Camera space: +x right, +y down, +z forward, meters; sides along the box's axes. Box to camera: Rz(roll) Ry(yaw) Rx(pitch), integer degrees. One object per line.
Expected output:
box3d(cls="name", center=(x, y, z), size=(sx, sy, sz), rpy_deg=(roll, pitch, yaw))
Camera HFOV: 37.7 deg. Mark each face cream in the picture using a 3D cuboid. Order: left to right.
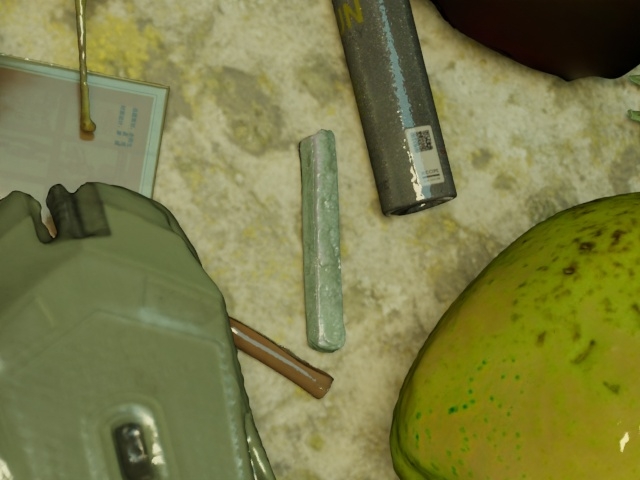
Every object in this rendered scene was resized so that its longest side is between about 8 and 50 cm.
box3d(cls="face cream", center=(0.062, -0.166, 0.891), size=(0.073, 0.073, 0.284), rpy_deg=(-11, 85, -18))

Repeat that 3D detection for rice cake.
box3d(cls="rice cake", center=(0.001, 0.000, 0.868), size=(0.033, 0.033, 0.208), rpy_deg=(3, 79, -27))

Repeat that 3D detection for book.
box3d(cls="book", center=(-0.262, -0.076, 0.807), size=(0.241, 0.018, 0.170), rpy_deg=(10, 79, -14))

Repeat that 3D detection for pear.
box3d(cls="pear", center=(0.244, 0.162, 0.754), size=(0.391, 0.391, 0.391), rpy_deg=(3, 81, -17))

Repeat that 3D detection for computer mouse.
box3d(cls="computer mouse", center=(-0.164, 0.163, 0.737), size=(0.228, 0.145, 0.429), rpy_deg=(-9, 74, -25))

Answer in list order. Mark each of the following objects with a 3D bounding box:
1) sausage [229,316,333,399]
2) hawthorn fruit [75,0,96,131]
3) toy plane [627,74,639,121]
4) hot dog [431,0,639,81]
box3d(cls="sausage", center=(-0.043, 0.104, 0.842), size=(0.116, 0.026, 0.026), rpy_deg=(32, 74, -9))
box3d(cls="hawthorn fruit", center=(-0.207, -0.239, 0.775), size=(0.165, 0.165, 0.286), rpy_deg=(0, 84, -17))
box3d(cls="toy plane", center=(0.373, -0.139, 0.999), size=(0.102, 0.040, 0.111), rpy_deg=(-30, 92, -17))
box3d(cls="hot dog", center=(0.195, -0.282, 0.906), size=(0.326, 0.107, 0.194), rpy_deg=(32, 112, -30))
